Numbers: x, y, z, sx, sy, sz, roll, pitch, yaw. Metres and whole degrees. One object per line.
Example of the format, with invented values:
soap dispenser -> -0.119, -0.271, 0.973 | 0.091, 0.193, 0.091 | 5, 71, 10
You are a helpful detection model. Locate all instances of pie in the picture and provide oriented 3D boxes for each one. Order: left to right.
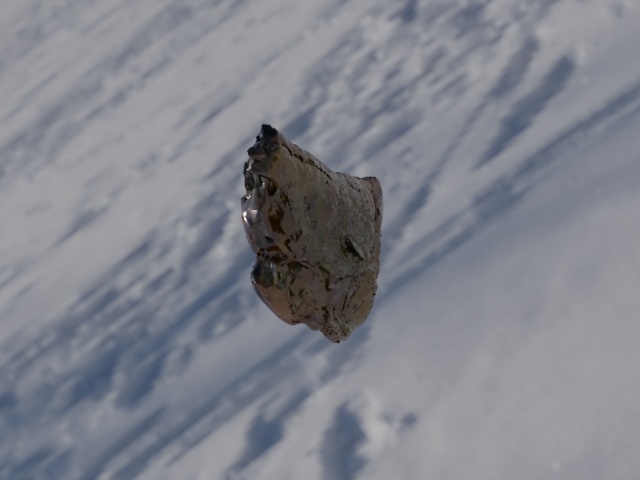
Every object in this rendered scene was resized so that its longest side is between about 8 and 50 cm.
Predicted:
pie -> 0.000, 0.000, 0.862 | 0.034, 0.092, 0.170 | -5, -11, 19
